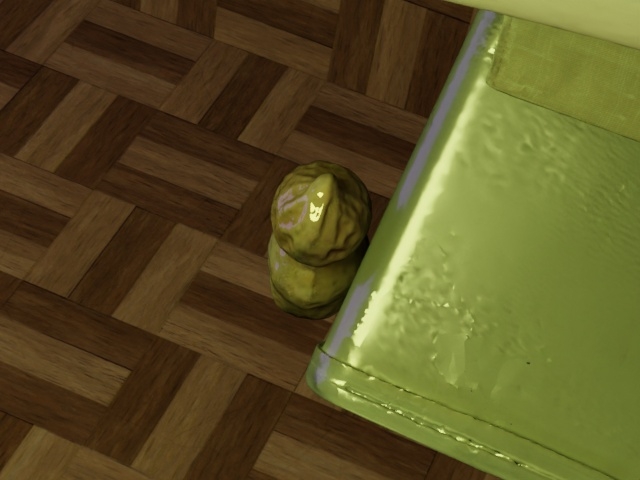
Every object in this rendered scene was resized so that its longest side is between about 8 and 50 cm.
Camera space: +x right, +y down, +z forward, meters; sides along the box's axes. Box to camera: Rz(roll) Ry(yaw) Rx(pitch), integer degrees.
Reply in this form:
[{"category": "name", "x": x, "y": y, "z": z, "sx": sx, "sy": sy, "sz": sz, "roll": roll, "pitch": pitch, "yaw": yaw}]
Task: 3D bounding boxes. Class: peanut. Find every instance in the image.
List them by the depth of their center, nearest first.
[{"category": "peanut", "x": -0.001, "y": 0.000, "z": 1.195, "sx": 0.228, "sy": 0.086, "sz": 0.104, "roll": 96, "pitch": -167, "yaw": -66}]

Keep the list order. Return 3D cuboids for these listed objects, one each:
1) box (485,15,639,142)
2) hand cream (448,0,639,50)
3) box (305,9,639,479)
[{"category": "box", "x": 0.192, "y": -0.100, "z": 0.438, "sx": 0.155, "sy": 0.231, "sz": 0.149, "roll": 98, "pitch": -163, "yaw": -50}, {"category": "hand cream", "x": 0.114, "y": -0.077, "z": 0.309, "sx": 0.089, "sy": 0.314, "sz": 0.139, "roll": -37, "pitch": -30, "yaw": -76}, {"category": "box", "x": 0.218, "y": 0.023, "z": 1.152, "sx": 0.177, "sy": 0.352, "sz": 0.343, "roll": 7, "pitch": -74, "yaw": -80}]
